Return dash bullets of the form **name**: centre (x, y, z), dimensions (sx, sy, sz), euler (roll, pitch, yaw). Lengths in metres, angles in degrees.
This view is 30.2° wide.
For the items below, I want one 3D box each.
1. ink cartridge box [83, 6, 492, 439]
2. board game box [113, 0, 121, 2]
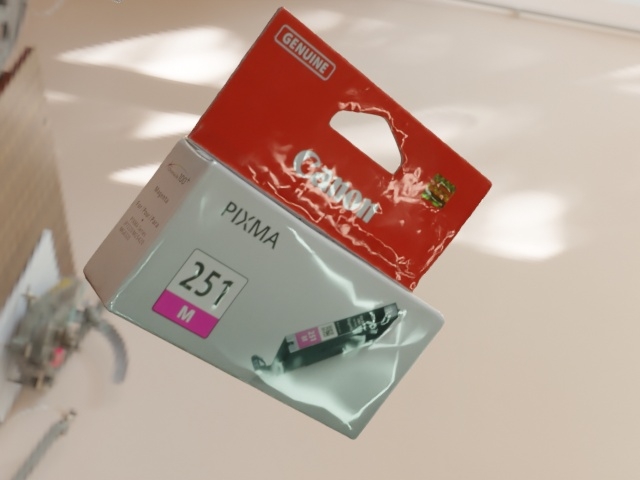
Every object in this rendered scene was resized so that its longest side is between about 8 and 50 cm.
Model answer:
- **ink cartridge box**: centre (0.000, 0.000, 0.898), dimensions (0.239, 0.275, 0.060), euler (-53, -142, 4)
- **board game box**: centre (-0.068, -0.273, 0.723), dimensions (0.066, 0.319, 0.318), euler (60, 11, 2)
